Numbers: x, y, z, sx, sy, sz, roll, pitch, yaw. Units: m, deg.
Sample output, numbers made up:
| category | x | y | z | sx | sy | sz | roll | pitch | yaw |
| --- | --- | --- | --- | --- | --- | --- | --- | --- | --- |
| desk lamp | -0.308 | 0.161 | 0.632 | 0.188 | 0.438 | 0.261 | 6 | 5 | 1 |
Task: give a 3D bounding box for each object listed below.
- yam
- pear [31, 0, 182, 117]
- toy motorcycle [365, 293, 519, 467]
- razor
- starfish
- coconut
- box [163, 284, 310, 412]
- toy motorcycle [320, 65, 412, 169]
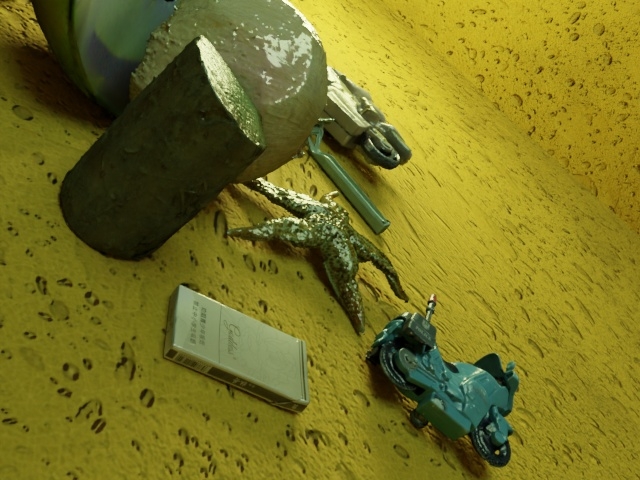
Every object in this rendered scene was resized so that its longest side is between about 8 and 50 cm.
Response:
| category | x | y | z | sx | sy | sz | roll | pitch | yaw |
| --- | --- | --- | --- | --- | --- | --- | --- | --- | --- |
| yam | -0.187 | -0.106 | 0.946 | 0.161 | 0.268 | 0.161 | 43 | 19 | -19 |
| pear | -0.306 | -0.397 | 1.132 | 0.165 | 0.399 | 0.399 | 20 | 23 | 15 |
| toy motorcycle | 0.197 | 0.209 | 1.159 | 0.272 | 0.123 | 0.182 | 40 | 38 | -8 |
| razor | 0.043 | -0.128 | 1.507 | 0.111 | 0.056 | 0.278 | -14 | 69 | -57 |
| starfish | 0.001 | -0.002 | 1.246 | 0.357 | 0.078 | 0.347 | -3 | 55 | -55 |
| coconut | -0.117 | -0.228 | 1.144 | 0.254 | 0.297 | 0.297 | 32 | 27 | 3 |
| box | -0.101 | 0.137 | 0.953 | 0.198 | 0.029 | 0.109 | 29 | 31 | -25 |
| toy motorcycle | 0.061 | -0.284 | 1.682 | 0.340 | 0.108 | 0.223 | 44 | 26 | 7 |
